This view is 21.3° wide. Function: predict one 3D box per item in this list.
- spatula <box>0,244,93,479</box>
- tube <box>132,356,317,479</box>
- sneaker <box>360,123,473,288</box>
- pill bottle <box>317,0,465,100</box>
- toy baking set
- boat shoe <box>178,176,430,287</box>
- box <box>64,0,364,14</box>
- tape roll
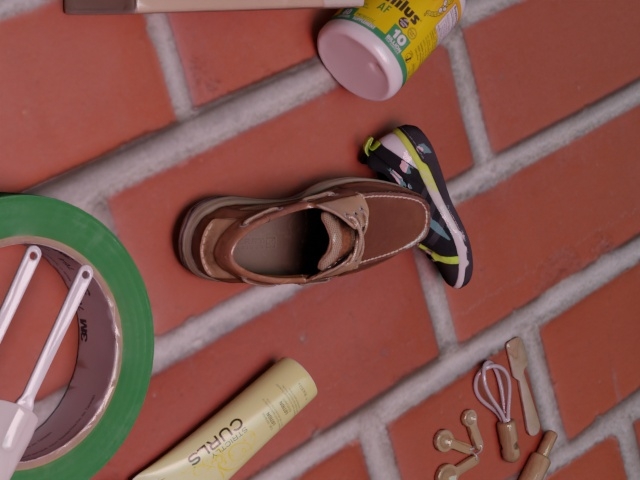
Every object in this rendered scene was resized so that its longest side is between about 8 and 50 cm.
[{"bbox_3d":[-0.324,0.106,1.676,0.168,0.019,0.242,32,73,-32],"label":"spatula"},{"bbox_3d":[-0.105,0.231,1.946,0.240,0.062,0.070,-40,77,-24],"label":"tube"},{"bbox_3d":[0.111,-0.035,2.106,0.097,0.084,0.234,-27,112,-9],"label":"sneaker"},{"bbox_3d":[0.100,-0.274,2.032,0.208,0.117,0.117,-49,122,-25],"label":"pill bottle"},{"bbox_3d":[0.242,0.266,2.257,0.197,0.030,0.256,48,64,-32],"label":"toy baking set"},{"bbox_3d":[0.000,0.000,1.948,0.324,0.116,0.123,-11,106,-31],"label":"boat shoe"},{"bbox_3d":[-0.111,-0.307,1.834,0.311,0.148,0.121,-8,100,-38],"label":"box"},{"bbox_3d":[-0.322,0.111,1.737,0.321,0.077,0.321,-5,98,-40],"label":"tape roll"}]
